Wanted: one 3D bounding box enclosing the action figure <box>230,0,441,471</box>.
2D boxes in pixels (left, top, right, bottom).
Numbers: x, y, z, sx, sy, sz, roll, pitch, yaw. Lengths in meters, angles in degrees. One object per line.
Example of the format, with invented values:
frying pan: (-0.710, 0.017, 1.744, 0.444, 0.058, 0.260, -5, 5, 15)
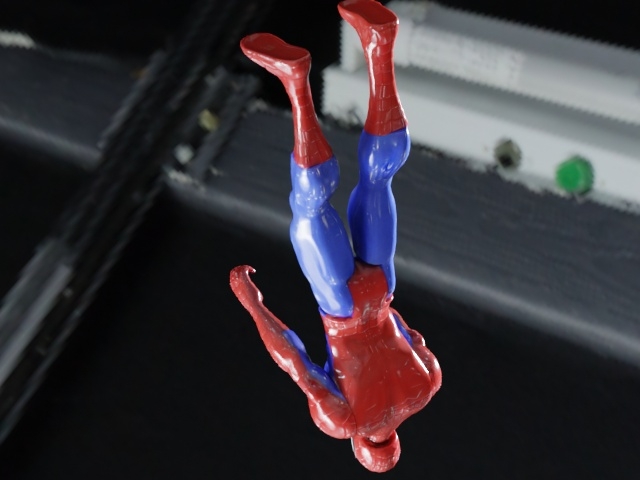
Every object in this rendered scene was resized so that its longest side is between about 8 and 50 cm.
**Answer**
action figure: (0.000, 0.000, 0.905, 0.091, 0.280, 0.139, -22, -149, -22)
